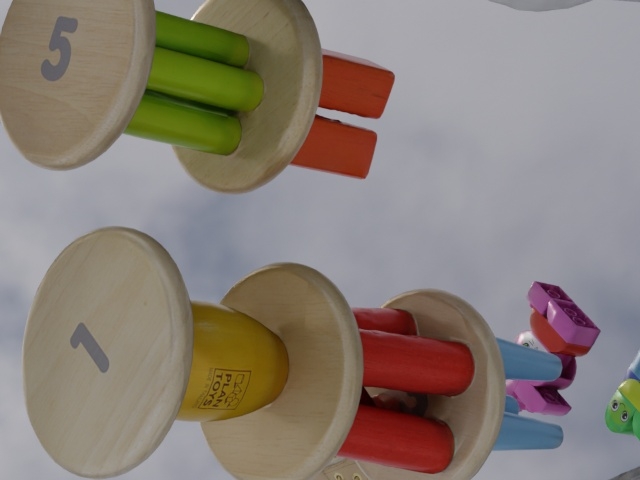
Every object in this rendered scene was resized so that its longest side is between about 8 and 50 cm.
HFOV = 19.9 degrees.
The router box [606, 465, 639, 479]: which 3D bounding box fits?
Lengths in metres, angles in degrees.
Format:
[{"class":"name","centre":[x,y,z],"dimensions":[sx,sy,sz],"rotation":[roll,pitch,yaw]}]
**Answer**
[{"class":"router box","centre":[0.162,0.100,0.494],"dimensions":[0.133,0.046,0.179],"rotation":[37,-34,-12]}]

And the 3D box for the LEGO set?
[{"class":"LEGO set","centre":[0.181,0.127,0.974],"dimensions":[0.093,0.087,0.227],"rotation":[-64,-144,20]}]

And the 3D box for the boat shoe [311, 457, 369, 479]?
[{"class":"boat shoe","centre":[0.032,0.136,1.141],"dimensions":[0.170,0.063,0.059],"rotation":[-32,-130,14]}]

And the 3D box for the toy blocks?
[{"class":"toy blocks","centre":[0.000,0.000,0.437],"dimensions":[0.054,0.148,0.123],"rotation":[-24,-115,40]}]

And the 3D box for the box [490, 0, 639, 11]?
[{"class":"box","centre":[0.034,-0.155,0.438],"dimensions":[0.119,0.181,0.182],"rotation":[31,-63,56]}]
